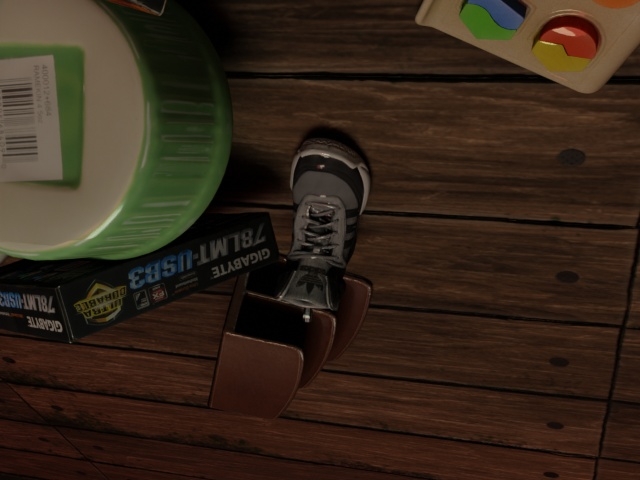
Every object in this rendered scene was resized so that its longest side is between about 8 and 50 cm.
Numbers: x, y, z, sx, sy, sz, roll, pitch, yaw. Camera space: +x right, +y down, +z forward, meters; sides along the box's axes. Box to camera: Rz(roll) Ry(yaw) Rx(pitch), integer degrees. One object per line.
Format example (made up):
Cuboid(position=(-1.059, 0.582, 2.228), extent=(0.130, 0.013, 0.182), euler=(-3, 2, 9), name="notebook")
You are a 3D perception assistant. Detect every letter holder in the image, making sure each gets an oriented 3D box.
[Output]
Cuboid(position=(-0.050, 0.170, 1.365), extent=(0.215, 0.151, 0.301), euler=(14, 147, -3), name="letter holder")

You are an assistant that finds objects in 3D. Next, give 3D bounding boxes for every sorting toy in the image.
Cuboid(position=(0.212, -0.224, 0.775), extent=(0.208, 0.038, 0.193), euler=(19, 147, -7), name="sorting toy")

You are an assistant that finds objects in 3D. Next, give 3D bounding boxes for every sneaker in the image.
Cuboid(position=(0.000, 0.000, 1.086), extent=(0.101, 0.153, 0.268), euler=(10, 147, 6), name="sneaker")

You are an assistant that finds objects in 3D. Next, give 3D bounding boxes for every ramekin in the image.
Cuboid(position=(-0.254, -0.121, 0.850), extent=(0.304, 0.303, 0.148), euler=(4, -172, 16), name="ramekin")

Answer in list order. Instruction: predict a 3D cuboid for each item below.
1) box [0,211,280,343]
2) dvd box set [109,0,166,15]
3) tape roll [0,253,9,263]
Cuboid(position=(-0.254, 0.035, 1.074), extent=(0.293, 0.296, 0.073), euler=(-2, 106, 49), name="box")
Cuboid(position=(-0.341, -0.260, 0.561), extent=(0.421, 0.062, 0.307), euler=(18, -175, 9), name="dvd box set")
Cuboid(position=(-0.511, -0.114, 0.993), extent=(0.392, 0.072, 0.392), euler=(44, 174, 6), name="tape roll")
